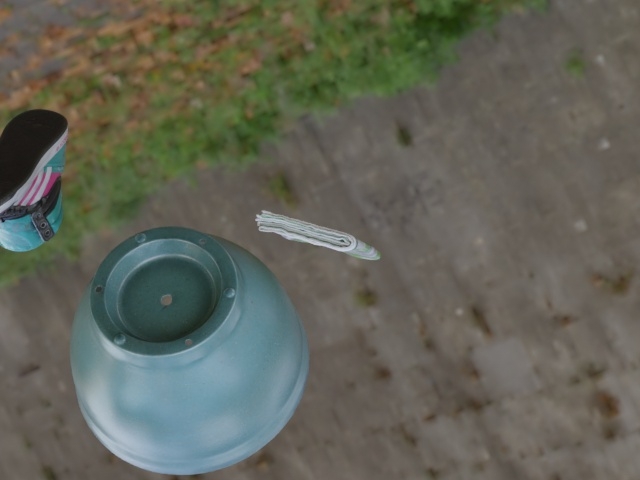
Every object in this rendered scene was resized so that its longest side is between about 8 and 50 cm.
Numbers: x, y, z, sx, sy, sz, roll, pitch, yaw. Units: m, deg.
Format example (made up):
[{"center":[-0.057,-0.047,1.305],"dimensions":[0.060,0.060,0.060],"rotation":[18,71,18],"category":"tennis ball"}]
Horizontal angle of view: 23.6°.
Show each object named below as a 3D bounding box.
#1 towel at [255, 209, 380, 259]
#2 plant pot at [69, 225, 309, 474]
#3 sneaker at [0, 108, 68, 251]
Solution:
[{"center":[0.000,0.000,1.654],"dimensions":[0.113,0.023,0.152],"rotation":[16,177,15],"category":"towel"},{"center":[-0.167,0.104,1.813],"dimensions":[0.293,0.293,0.196],"rotation":[-24,149,-8],"category":"plant pot"},{"center":[-0.459,-0.048,2.213],"dimensions":[0.123,0.178,0.295],"rotation":[18,-143,15],"category":"sneaker"}]
